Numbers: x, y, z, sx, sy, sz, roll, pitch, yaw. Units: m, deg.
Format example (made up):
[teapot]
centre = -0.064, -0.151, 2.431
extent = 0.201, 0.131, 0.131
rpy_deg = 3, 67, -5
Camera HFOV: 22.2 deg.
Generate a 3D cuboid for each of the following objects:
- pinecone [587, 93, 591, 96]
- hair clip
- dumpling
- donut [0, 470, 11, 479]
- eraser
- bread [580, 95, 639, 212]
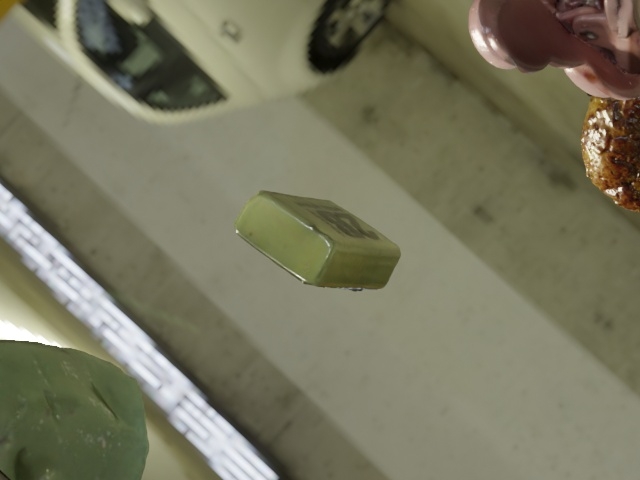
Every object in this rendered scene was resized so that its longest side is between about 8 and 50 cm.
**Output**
[pinecone]
centre = 0.390, -0.203, 1.669
extent = 0.244, 0.244, 0.309
rpy_deg = 42, 162, -15
[hair clip]
centre = 0.165, -0.148, 1.071
extent = 0.102, 0.123, 0.138
rpy_deg = 0, 157, 21
[dumpling]
centre = -0.358, 0.233, 1.775
extent = 0.270, 0.320, 0.212
rpy_deg = 58, -172, -13
[donut]
centre = -0.350, 0.336, 1.448
extent = 0.259, 0.345, 0.136
rpy_deg = 21, -171, 9
[eraser]
centre = 0.000, 0.000, 1.707
extent = 0.117, 0.058, 0.172
rpy_deg = 36, -167, 24
[bread]
centre = 0.324, -0.105, 1.458
extent = 0.193, 0.193, 0.064
rpy_deg = 41, -166, -33
